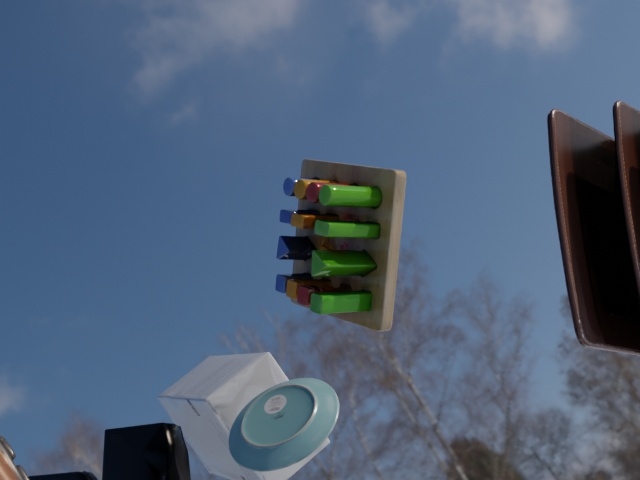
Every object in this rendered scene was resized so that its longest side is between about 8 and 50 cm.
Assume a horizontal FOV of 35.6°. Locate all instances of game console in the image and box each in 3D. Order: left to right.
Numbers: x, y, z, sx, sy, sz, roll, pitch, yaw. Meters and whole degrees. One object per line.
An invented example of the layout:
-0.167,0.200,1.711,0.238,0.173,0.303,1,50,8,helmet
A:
-0.250,0.316,1.074,0.044,0.213,0.361,13,-21,-40,game console

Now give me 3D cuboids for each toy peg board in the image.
0.000,0.000,1.024,0.079,0.160,0.161,1,-82,-37,toy peg board

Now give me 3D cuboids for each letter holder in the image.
0.402,-0.023,1.221,0.152,0.302,0.214,-17,-20,40,letter holder

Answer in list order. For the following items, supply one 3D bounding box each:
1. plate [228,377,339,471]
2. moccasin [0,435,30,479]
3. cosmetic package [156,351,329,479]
-0.061,0.276,1.542,0.188,0.188,0.024,-31,-58,-4,plate
-0.325,0.263,0.878,0.147,0.380,0.139,-24,-30,-36,moccasin
-0.161,0.345,1.940,0.156,0.217,0.385,-36,5,-24,cosmetic package
